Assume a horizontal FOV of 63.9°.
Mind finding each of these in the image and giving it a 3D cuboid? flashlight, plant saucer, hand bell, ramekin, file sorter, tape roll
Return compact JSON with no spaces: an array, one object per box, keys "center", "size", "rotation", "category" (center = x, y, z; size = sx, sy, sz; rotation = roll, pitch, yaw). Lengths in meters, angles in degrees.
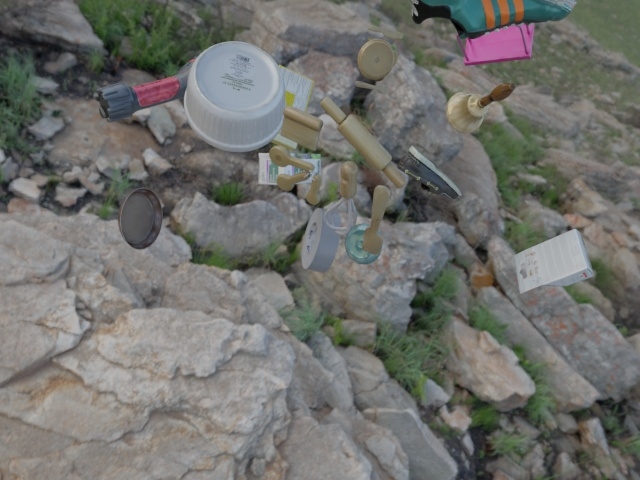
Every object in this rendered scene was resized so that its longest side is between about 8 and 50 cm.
[{"center":[-0.389,-0.377,1.264],"size":[0.304,0.103,0.103],"rotation":[-27,40,-30],"category":"flashlight"},{"center":[-0.492,-0.059,1.393],"size":[0.029,0.169,0.168],"rotation":[5,36,20],"category":"plant saucer"},{"center":[0.462,-0.387,1.427],"size":[0.126,0.242,0.126],"rotation":[0,89,-14],"category":"hand bell"},{"center":[0.120,0.010,1.483],"size":[0.119,0.119,0.021],"rotation":[55,22,16],"category":"plant saucer"},{"center":[-0.166,-0.291,1.014],"size":[0.206,0.109,0.207],"rotation":[4,69,-10],"category":"ramekin"},{"center":[0.536,-0.720,1.561],"size":[0.182,0.202,0.291],"rotation":[26,71,-58],"category":"file sorter"},{"center":[0.000,0.000,1.793],"size":[0.072,0.219,0.219],"rotation":[14,46,-15],"category":"tape roll"}]

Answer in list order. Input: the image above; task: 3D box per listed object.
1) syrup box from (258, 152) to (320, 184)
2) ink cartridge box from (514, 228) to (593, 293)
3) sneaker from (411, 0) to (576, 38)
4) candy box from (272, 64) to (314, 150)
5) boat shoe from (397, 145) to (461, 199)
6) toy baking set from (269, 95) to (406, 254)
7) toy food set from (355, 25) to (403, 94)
[{"center":[-0.092,-0.224,1.600],"size":[0.096,0.093,0.236],"rotation":[5,10,25],"category":"syrup box"},{"center":[0.610,0.065,1.354],"size":[0.045,0.179,0.146],"rotation":[38,40,-25],"category":"ink cartridge box"},{"center":[0.300,-0.419,0.914],"size":[0.301,0.121,0.108],"rotation":[6,42,-15],"category":"sneaker"},{"center":[-0.089,-0.348,1.346],"size":[0.105,0.027,0.206],"rotation":[21,74,-23],"category":"candy box"},{"center":[0.288,-0.163,1.352],"size":[0.227,0.069,0.081],"rotation":[32,19,-36],"category":"boat shoe"},{"center":[0.031,-0.093,0.768],"size":[0.256,0.196,0.030],"rotation":[42,52,-8],"category":"toy baking set"},{"center":[0.181,-0.579,1.646],"size":[0.132,0.192,0.039],"rotation":[9,23,-14],"category":"toy food set"}]
